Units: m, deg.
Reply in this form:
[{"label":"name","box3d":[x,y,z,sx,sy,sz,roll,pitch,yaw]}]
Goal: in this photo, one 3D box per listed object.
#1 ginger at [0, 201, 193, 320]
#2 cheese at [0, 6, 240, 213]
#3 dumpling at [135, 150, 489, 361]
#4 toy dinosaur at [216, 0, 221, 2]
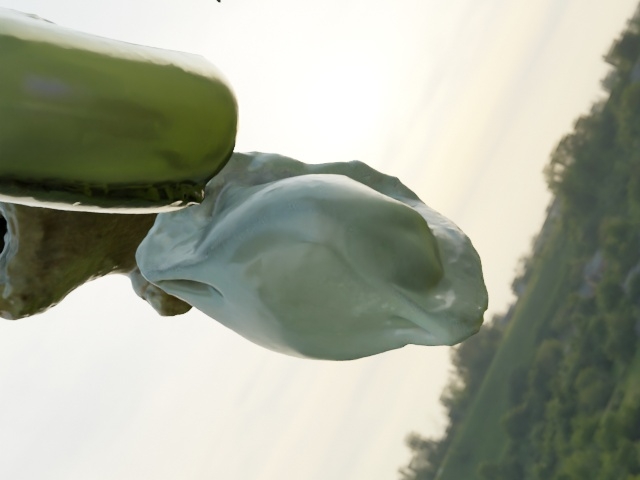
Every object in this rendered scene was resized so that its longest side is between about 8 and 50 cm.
[{"label":"ginger","box3d":[-0.193,-0.018,1.053,0.130,0.221,0.275,-19,18,43]},{"label":"cheese","box3d":[-0.111,-0.042,0.321,0.251,0.127,0.054,-14,-61,-75]},{"label":"dumpling","box3d":[0.000,0.000,0.782,0.124,0.228,0.151,101,-177,-50]},{"label":"toy dinosaur","box3d":[-0.134,-0.277,1.008,0.209,0.082,0.039,61,-171,-45]}]
